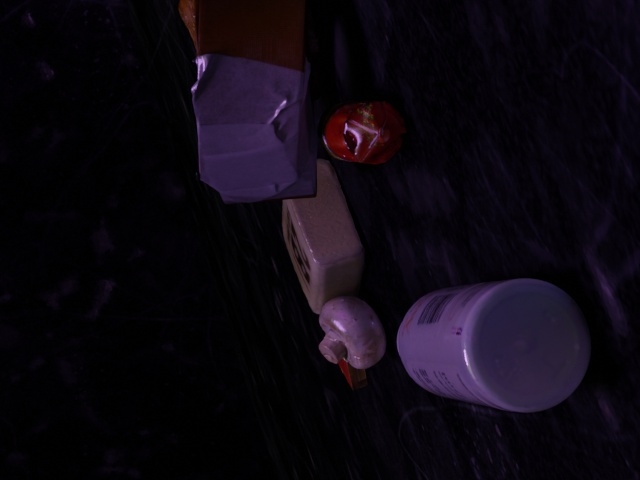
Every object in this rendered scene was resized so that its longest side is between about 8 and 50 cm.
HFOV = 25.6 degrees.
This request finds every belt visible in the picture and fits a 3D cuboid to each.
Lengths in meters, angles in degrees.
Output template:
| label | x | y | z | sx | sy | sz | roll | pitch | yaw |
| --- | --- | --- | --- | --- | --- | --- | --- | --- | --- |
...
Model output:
| label | x | y | z | sx | sy | sz | roll | pitch | yaw |
| --- | --- | --- | --- | --- | --- | --- | --- | --- | --- |
| belt | -0.052 | -0.132 | 1.216 | 0.261 | 0.105 | 0.184 | 89 | 180 | -65 |

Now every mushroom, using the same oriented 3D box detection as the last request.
| label | x | y | z | sx | sy | sz | roll | pitch | yaw |
| --- | --- | --- | --- | --- | --- | --- | --- | --- | --- |
| mushroom | 0.032 | 0.098 | 1.480 | 0.083 | 0.067 | 0.083 | 44 | 160 | 20 |

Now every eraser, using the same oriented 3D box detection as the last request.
| label | x | y | z | sx | sy | sz | roll | pitch | yaw |
| --- | --- | --- | --- | --- | --- | --- | --- | --- | --- |
| eraser | 0.000 | 0.000 | 1.490 | 0.172 | 0.058 | 0.117 | 94 | 155 | -70 |

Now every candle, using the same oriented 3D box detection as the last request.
| label | x | y | z | sx | sy | sz | roll | pitch | yaw |
| --- | --- | --- | --- | --- | --- | --- | --- | --- | --- |
| candle | 0.034 | -0.086 | 1.120 | 0.130 | 0.052 | 0.052 | -162 | 52 | -78 |

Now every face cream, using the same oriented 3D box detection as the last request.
| label | x | y | z | sx | sy | sz | roll | pitch | yaw |
| --- | --- | --- | --- | --- | --- | --- | --- | --- | --- |
| face cream | 0.102 | 0.069 | 0.948 | 0.269 | 0.082 | 0.082 | 159 | 91 | -80 |

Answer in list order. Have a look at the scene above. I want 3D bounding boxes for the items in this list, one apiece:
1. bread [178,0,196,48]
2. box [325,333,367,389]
| label | x | y | z | sx | sy | sz | roll | pitch | yaw |
| --- | --- | --- | --- | --- | --- | --- | --- | --- | --- |
| bread | -0.096 | -0.221 | 1.522 | 0.271 | 0.077 | 0.139 | 165 | 81 | -83 |
| box | 0.023 | 0.106 | 1.704 | 0.090 | 0.023 | 0.133 | -123 | 15 | -47 |
